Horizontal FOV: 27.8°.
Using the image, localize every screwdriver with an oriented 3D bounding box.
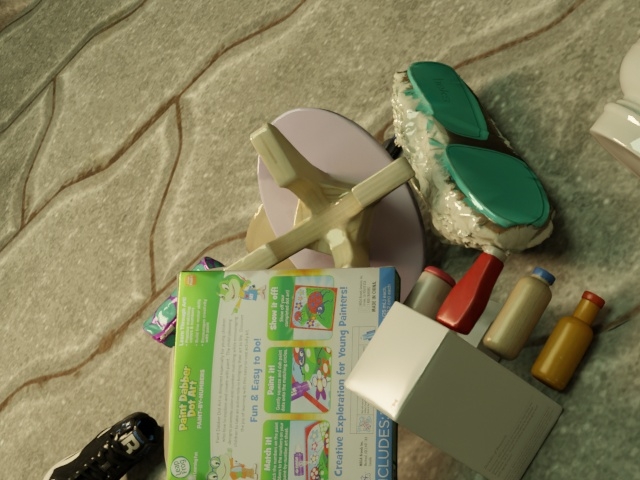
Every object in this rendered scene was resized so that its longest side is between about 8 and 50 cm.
[{"bbox_3d":[0.117,-0.165,1.781,0.024,0.025,0.170,18,77,58],"label":"screwdriver"}]

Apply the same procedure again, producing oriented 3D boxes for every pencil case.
[{"bbox_3d":[-0.195,0.094,1.928,0.152,0.064,0.070,-48,16,14],"label":"pencil case"}]

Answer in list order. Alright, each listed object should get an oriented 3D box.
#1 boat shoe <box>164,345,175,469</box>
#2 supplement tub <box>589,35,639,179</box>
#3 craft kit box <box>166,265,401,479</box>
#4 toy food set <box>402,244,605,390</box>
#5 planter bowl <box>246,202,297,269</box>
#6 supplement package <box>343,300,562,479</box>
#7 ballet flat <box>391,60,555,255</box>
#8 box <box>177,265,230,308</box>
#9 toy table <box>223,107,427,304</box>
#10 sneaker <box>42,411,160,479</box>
[{"bbox_3d":[-0.156,0.268,1.705,0.335,0.095,0.112,-99,16,-54],"label":"boat shoe"},{"bbox_3d":[0.417,-0.166,1.168,0.316,0.228,0.228,-52,31,5],"label":"supplement tub"},{"bbox_3d":[-0.038,0.155,1.400,0.246,0.061,0.250,0,74,9],"label":"craft kit box"},{"bbox_3d":[0.185,0.066,1.384,0.104,0.111,0.232,-58,33,-7],"label":"toy food set"},{"bbox_3d":[0.000,0.000,1.682,0.162,0.162,0.109,-50,59,9],"label":"planter bowl"},{"bbox_3d":[0.134,0.157,1.300,0.105,0.179,0.105,-57,31,-3],"label":"supplement package"},{"bbox_3d":[0.171,-0.074,1.552,0.147,0.147,0.409,-44,30,18],"label":"ballet flat"},{"bbox_3d":[-0.108,0.140,1.607,0.114,0.203,0.103,-8,42,1],"label":"box"},{"bbox_3d":[0.009,-0.028,1.525,0.252,0.274,0.161,-44,-5,15],"label":"toy table"},{"bbox_3d":[-0.299,0.304,1.789,0.121,0.079,0.217,-36,8,33],"label":"sneaker"}]
